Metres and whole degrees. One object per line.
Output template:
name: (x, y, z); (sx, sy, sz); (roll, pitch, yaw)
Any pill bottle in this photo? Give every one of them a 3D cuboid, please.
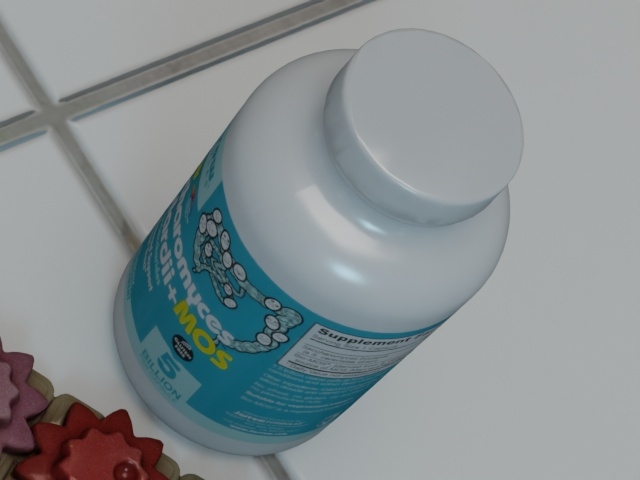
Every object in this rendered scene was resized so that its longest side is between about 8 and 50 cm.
pill bottle: (0.000, 0.000, 0.943); (0.146, 0.264, 0.146); (12, 59, -20)

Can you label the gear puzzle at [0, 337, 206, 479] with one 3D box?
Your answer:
gear puzzle: (-0.092, 0.179, 0.937); (0.339, 0.044, 0.175); (33, 54, -6)
